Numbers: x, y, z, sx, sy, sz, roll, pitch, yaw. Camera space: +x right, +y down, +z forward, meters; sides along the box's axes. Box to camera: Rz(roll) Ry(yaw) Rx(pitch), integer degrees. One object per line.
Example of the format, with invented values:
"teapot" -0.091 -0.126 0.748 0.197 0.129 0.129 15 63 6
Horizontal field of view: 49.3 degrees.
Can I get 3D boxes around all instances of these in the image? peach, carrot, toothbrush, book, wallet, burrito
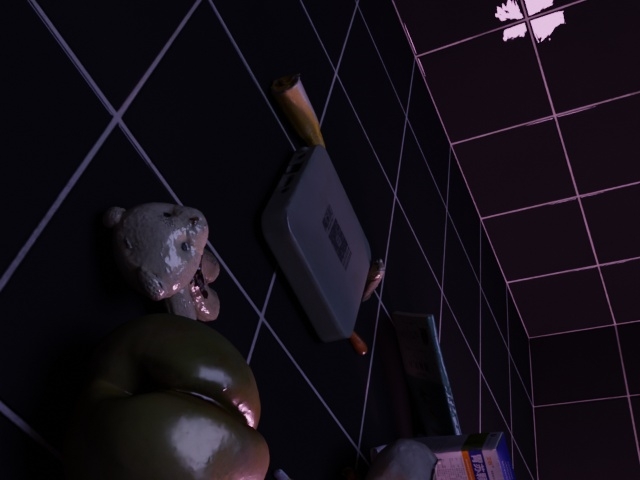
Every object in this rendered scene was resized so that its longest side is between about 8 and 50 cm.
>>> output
"peach" -0.199 0.248 0.909 0.292 0.247 0.292 169 -90 -86
"carrot" 0.092 0.258 1.793 0.093 0.032 0.032 54 32 -31
"toothbrush" -0.022 0.534 1.406 0.024 0.021 0.288 -91 156 -51
"book" 0.303 0.392 1.997 0.264 0.031 0.379 165 -88 -74
"wallet" 0.162 0.559 1.793 0.122 0.025 0.061 21 57 -63
"burrito" 0.137 0.110 1.873 0.171 0.042 0.051 116 -16 -54

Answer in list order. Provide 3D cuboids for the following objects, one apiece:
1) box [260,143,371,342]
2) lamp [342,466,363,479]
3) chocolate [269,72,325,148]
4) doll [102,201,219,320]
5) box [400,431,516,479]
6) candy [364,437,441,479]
"box" 0.000 0.000 1.657 0.373 0.090 0.367 63 26 -27
"lamp" 0.077 0.553 1.606 0.083 0.031 0.063 32 50 -62
"chocolate" -0.048 -0.304 1.735 0.086 0.085 0.219 -78 150 -44
"doll" -0.216 0.034 1.117 0.175 0.149 0.278 51 -1 24
"box" 0.352 0.626 1.836 0.106 0.299 0.200 -25 100 -63
"candy" 0.184 0.646 1.595 0.427 0.186 0.386 19 73 -69
